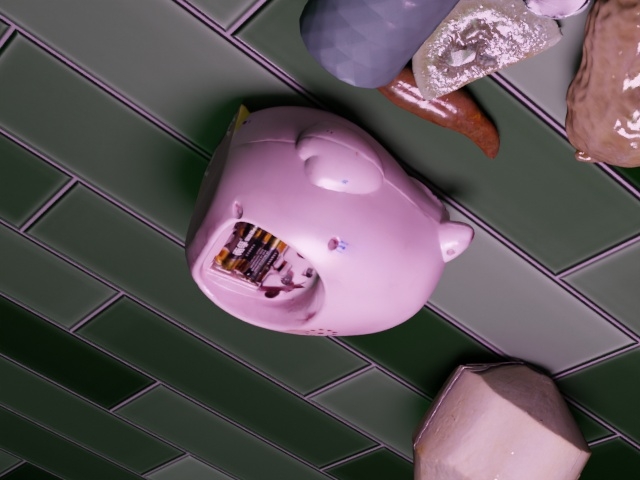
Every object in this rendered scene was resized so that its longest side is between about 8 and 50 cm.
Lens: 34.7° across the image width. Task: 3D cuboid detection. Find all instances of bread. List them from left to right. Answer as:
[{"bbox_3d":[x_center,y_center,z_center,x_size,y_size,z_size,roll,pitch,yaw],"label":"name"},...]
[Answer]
[{"bbox_3d":[0.192,-0.255,1.276,0.193,0.036,0.112,-22,119,20],"label":"bread"}]

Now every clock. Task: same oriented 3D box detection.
[{"bbox_3d":[0.000,0.000,1.501,0.377,0.250,0.368,24,141,-11],"label":"clock"}]

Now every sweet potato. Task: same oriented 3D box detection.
[{"bbox_3d":[0.162,-0.183,1.387,0.255,0.058,0.078,28,156,-21],"label":"sweet potato"}]

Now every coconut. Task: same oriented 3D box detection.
[{"bbox_3d":[0.326,0.365,1.828,0.323,0.323,0.323,8,141,7],"label":"coconut"}]

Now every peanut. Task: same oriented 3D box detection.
[{"bbox_3d":[0.380,-0.189,1.234,0.143,0.159,0.291,-11,142,-10],"label":"peanut"}]

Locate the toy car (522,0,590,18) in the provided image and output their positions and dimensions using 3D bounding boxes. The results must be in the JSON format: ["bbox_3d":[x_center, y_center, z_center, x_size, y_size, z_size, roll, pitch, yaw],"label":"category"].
[{"bbox_3d":[0.260,-0.342,1.158,0.095,0.056,0.205,-3,138,19],"label":"toy car"}]

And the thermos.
[{"bbox_3d":[0.090,-0.324,1.179,0.182,0.145,0.286,50,137,8],"label":"thermos"}]
